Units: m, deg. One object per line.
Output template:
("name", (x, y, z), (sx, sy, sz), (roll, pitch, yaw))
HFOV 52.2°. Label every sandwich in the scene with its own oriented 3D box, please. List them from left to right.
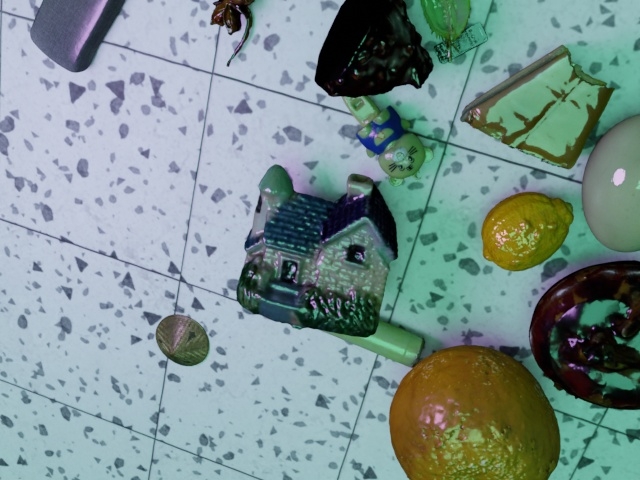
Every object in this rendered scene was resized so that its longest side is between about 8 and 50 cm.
("sandwich", (0.382, -0.256, 1.160), (0.219, 0.108, 0.186), (23, 116, 8))

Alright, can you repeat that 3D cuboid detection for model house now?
("model house", (0.001, -0.001, 1.299), (0.298, 0.243, 0.285), (13, 112, 0))

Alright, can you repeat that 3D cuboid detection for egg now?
("egg", (0.552, -0.096, 1.132), (0.188, 0.189, 0.254), (16, 119, 8))

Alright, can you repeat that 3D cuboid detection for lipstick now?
("lipstick", (0.080, 0.193, 1.444), (0.304, 0.076, 0.076), (22, 115, 7))

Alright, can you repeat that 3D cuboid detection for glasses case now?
("glasses case", (-0.466, -0.498, 1.312), (0.131, 0.074, 0.323), (40, 116, -2))

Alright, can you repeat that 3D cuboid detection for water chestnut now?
("water chestnut", (0.536, 0.184, 1.206), (0.299, 0.300, 0.300), (5, 113, 13))

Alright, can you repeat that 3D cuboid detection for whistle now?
("whistle", (0.123, -0.207, 1.262), (0.105, 0.085, 0.227), (-38, 98, 16))

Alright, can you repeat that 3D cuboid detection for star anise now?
("star anise", (-0.168, -0.430, 1.266), (0.097, 0.070, 0.191), (40, 121, 28))

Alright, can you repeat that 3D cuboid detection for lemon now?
("lemon", (0.388, -0.021, 1.235), (0.187, 0.142, 0.142), (-33, 100, 22))

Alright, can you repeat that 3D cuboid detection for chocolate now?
("chocolate", (0.114, -0.330, 1.178), (0.177, 0.224, 0.206), (24, 144, -21))

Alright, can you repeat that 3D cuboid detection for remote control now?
("remote control", (0.258, -0.363, 1.202), (0.096, 0.014, 0.039), (-24, 103, 24))

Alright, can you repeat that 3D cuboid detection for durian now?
("durian", (0.213, -0.420, 1.142), (0.086, 0.100, 0.216), (-12, 101, 23))

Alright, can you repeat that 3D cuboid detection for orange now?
("orange", (0.308, 0.374, 1.336), (0.340, 0.293, 0.341), (4, 128, 5))

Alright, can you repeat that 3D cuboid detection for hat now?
("hat", (-0.350, 0.260, 1.591), (0.145, 0.067, 0.146), (6, 113, 13))
